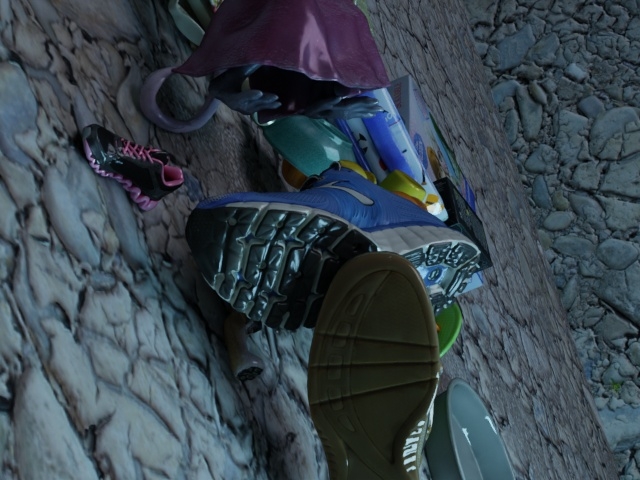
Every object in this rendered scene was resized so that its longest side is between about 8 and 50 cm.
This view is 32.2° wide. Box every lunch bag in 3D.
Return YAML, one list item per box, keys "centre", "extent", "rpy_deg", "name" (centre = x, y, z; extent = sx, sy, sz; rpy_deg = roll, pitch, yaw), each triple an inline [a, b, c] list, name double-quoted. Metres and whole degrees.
- centre: [0.060, -0.143, 1.560]
  extent: [0.303, 0.115, 0.243]
  rpy_deg: [61, -3, -12]
  name: "lunch bag"

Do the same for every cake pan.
- centre: [0.230, 0.352, 1.659]
  extent: [0.293, 0.054, 0.293]
  rpy_deg: [55, 22, -35]
  name: "cake pan"

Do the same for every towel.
- centre: [0.064, -0.464, 2.179]
  extent: [0.148, 0.027, 0.110]
  rpy_deg: [32, 41, -61]
  name: "towel"

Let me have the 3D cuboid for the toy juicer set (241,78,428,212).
- centre: [-0.011, -0.093, 1.339]
  extent: [0.329, 0.089, 0.209]
  rpy_deg: [35, 14, -13]
  name: "toy juicer set"

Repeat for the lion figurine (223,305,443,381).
- centre: [0.002, 0.050, 1.241]
  extent: [0.392, 0.142, 0.240]
  rpy_deg: [32, 32, -54]
  name: "lion figurine"

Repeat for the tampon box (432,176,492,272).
- centre: [0.204, -0.011, 1.899]
  extent: [0.161, 0.120, 0.101]
  rpy_deg: [46, 29, -49]
  name: "tampon box"

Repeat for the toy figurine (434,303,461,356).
- centre: [0.089, 0.075, 1.525]
  extent: [0.159, 0.130, 0.173]
  rpy_deg: [47, 4, -27]
  name: "toy figurine"

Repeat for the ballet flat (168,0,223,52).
- centre: [-0.160, -0.303, 1.286]
  extent: [0.241, 0.091, 0.077]
  rpy_deg: [55, 48, -24]
  name: "ballet flat"

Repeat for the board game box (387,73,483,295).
- centre: [0.212, -0.111, 2.124]
  extent: [0.318, 0.066, 0.318]
  rpy_deg: [57, 21, -29]
  name: "board game box"

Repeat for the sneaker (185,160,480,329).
- centre: [0.000, 0.000, 1.097]
  extent: [0.330, 0.129, 0.147]
  rpy_deg: [8, 28, -42]
  name: "sneaker"

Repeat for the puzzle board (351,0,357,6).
- centre: [0.044, -0.375, 1.907]
  extent: [0.096, 0.011, 0.128]
  rpy_deg: [-117, -158, -49]
  name: "puzzle board"

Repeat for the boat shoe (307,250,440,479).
- centre: [0.055, 0.158, 1.086]
  extent: [0.123, 0.123, 0.341]
  rpy_deg: [-84, 170, -68]
  name: "boat shoe"

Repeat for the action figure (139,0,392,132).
- centre: [-0.042, -0.307, 1.203]
  extent: [0.248, 0.276, 0.370]
  rpy_deg: [15, 66, -66]
  name: "action figure"

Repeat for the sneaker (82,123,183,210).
- centre: [-0.170, -0.075, 1.022]
  extent: [0.119, 0.057, 0.047]
  rpy_deg: [42, 33, -50]
  name: "sneaker"
